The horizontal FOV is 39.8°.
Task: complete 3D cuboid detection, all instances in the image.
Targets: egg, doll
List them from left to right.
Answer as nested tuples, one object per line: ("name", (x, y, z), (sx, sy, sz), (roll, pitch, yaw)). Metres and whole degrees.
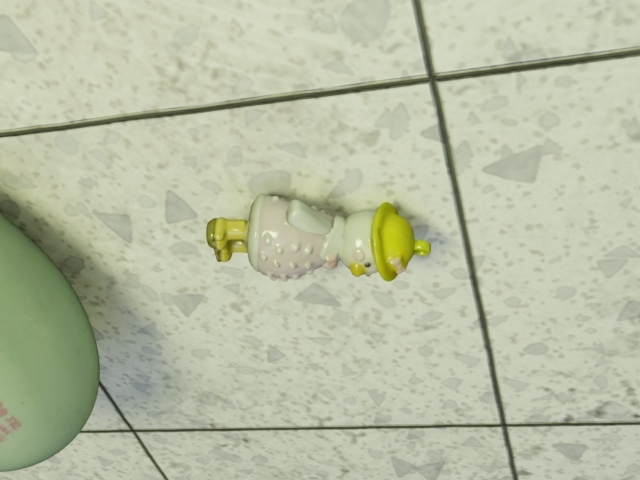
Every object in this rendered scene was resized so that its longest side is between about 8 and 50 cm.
("egg", (-0.372, 0.081, 0.888), (0.230, 0.230, 0.371), (-16, 125, 26))
("doll", (0.000, 0.000, 0.831), (0.207, 0.081, 0.129), (3, 154, 6))
